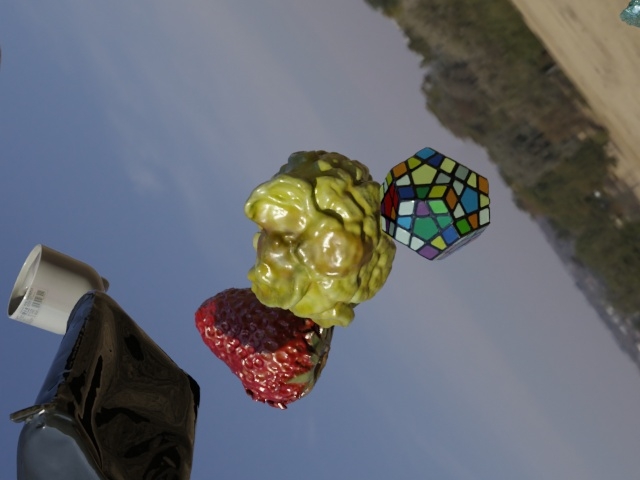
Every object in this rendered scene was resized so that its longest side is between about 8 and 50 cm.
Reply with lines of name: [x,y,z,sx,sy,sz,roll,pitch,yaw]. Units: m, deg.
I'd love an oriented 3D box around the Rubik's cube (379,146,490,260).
Rubik's cube: [0.129,-0.041,1.068,0.133,0.112,0.133,4,-97,-37]

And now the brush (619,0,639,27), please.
brush: [0.324,-0.218,0.872,0.021,0.070,0.196,60,-152,7]

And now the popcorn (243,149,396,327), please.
popcorn: [-0.006,0.000,1.230,0.181,0.235,0.216,15,-173,27]

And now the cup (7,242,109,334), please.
cup: [-0.450,0.106,1.616,0.142,0.173,0.134,25,-148,-26]

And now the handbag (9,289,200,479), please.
handbag: [-0.293,0.243,1.210,0.275,0.177,0.302,49,-161,-25]

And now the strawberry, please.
strawberry: [-0.104,0.167,1.645,0.244,0.205,0.205,19,-174,18]

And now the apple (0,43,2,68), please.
apple: [-0.552,-0.260,1.295,0.218,0.201,0.218,8,-114,-19]
